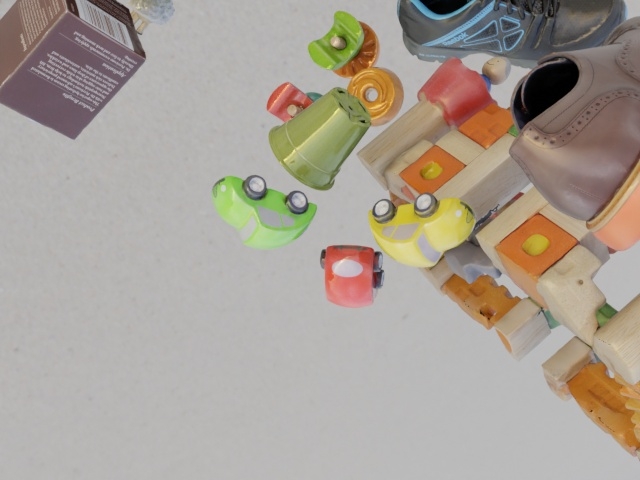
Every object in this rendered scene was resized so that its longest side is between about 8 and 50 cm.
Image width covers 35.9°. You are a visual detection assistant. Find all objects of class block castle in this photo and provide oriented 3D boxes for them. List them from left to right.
[{"bbox_3d":[0.267,0.005,1.038,0.213,0.453,0.303,-40,134,-7],"label":"block castle"}]

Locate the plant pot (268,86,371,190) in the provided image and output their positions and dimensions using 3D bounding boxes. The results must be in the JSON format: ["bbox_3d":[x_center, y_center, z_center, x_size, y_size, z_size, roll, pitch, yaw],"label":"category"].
[{"bbox_3d":[0.006,-0.104,0.957,0.083,0.083,0.079,10,136,-46],"label":"plant pot"}]

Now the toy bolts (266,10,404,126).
[{"bbox_3d":[0.046,-0.251,1.743,0.228,0.218,0.158,-44,162,16],"label":"toy bolts"}]

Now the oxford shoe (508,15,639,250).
[{"bbox_3d":[0.183,-0.100,0.635,0.096,0.098,0.271,-60,179,33],"label":"oxford shoe"}]

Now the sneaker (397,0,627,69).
[{"bbox_3d":[0.279,-0.335,1.473,0.341,0.125,0.139,-1,158,16],"label":"sneaker"}]

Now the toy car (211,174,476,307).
[{"bbox_3d":[0.000,0.000,0.936,0.225,0.053,0.239,18,153,-20],"label":"toy car"}]

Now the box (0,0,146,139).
[{"bbox_3d":[-0.428,-0.315,1.644,0.203,0.167,0.168,-42,137,19],"label":"box"}]

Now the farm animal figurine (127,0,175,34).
[{"bbox_3d":[-0.395,-0.609,1.945,0.330,0.326,0.172,35,126,-23],"label":"farm animal figurine"}]
